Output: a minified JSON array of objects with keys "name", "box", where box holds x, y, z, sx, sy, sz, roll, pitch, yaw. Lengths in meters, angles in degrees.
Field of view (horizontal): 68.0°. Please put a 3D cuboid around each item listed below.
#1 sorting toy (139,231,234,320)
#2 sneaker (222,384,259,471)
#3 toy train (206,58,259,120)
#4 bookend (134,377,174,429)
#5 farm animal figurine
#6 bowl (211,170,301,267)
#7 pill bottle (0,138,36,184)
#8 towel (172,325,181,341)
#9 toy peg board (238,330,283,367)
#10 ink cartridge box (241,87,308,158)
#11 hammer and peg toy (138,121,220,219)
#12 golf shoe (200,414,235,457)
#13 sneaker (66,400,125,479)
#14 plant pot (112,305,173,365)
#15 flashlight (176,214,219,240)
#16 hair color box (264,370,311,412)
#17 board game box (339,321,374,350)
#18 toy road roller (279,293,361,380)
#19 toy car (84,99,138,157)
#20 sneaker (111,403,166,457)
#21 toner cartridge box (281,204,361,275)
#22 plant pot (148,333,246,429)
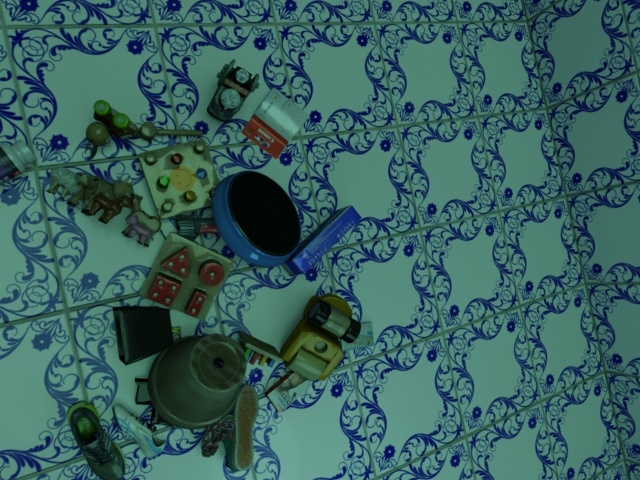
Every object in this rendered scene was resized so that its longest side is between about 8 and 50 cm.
[{"name":"sorting toy","box":[-0.482,0.139,1.721,0.257,0.089,0.255,27,91,-18]},{"name":"sneaker","box":[-0.310,0.697,1.772,0.108,0.121,0.301,26,53,-35]},{"name":"toy train","box":[-0.334,-0.546,1.768,0.142,0.334,0.190,26,90,-21]},{"name":"bookend","box":[-0.588,0.576,1.676,0.157,0.072,0.157,11,80,-23]},{"name":"farm animal figurine","box":[-0.702,-0.135,1.624,0.327,0.330,0.172,25,77,10]},{"name":"bowl","box":[-0.226,-0.089,1.789,0.391,0.077,0.390,30,46,-36]},{"name":"pill bottle","box":[-1.040,-0.248,1.543,0.194,0.108,0.108,-38,100,-21]},{"name":"towel","box":[-0.555,0.350,1.747,0.084,0.009,0.060,-2,86,-24]},{"name":"toy peg board","box":[-0.243,0.430,1.799,0.161,0.161,0.079,30,86,-18]},{"name":"ink cartridge box","box":[-0.185,-0.486,1.965,0.189,0.066,0.232,36,68,-16]},{"name":"hammer and peg toy","box":[-0.522,-0.282,1.758,0.266,0.127,0.360,-19,92,-24]},{"name":"golf shoe","box":[-0.377,0.691,1.717,0.068,0.086,0.186,32,103,-33]},{"name":"sneaker","box":[-0.747,0.683,1.571,0.111,0.121,0.299,-33,98,-22]},{"name":"plant pot","box":[-0.611,0.311,1.640,0.167,0.188,0.187,-7,87,-31]},{"name":"flashlight","box":[-0.389,-0.039,1.813,0.305,0.103,0.103,-4,129,-21]},{"name":"hair color box","box":[-0.128,0.591,1.885,0.167,0.053,0.093,-37,99,-23]},{"name":"board game box","box":[0.154,0.411,2.038,0.154,0.026,0.103,-4,87,-23]},{"name":"toy road roller","box":[-0.006,0.365,1.892,0.203,0.240,0.329,33,99,-16]},{"name":"toy car","box":[-0.753,-0.369,1.659,0.149,0.155,0.188,35,85,-7]},{"name":"sneaker","box":[-0.629,0.648,1.644,0.086,0.085,0.237,-38,105,-13]},{"name":"toner cartridge box","box":[0.000,0.000,1.937,0.348,0.165,0.075,-43,102,-21]},{"name":"plant pot","box":[-0.389,0.447,1.608,0.324,0.280,0.322,17,53,-24]}]
